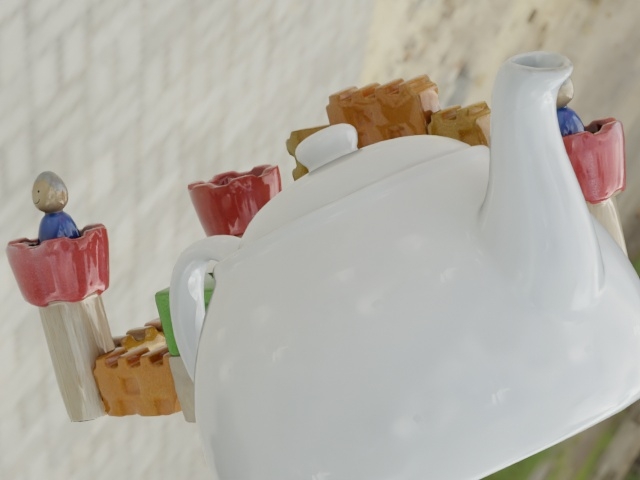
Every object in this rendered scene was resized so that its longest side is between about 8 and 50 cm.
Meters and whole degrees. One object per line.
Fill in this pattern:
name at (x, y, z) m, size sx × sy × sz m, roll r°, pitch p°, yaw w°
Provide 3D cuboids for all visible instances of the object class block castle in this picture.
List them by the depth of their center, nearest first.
block castle at (0.000, 0.000, 1.391) m, size 0.303 × 0.453 × 0.213 m, roll -21°, pitch 101°, yaw -45°

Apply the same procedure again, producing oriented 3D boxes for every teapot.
teapot at (0.033, 0.033, 0.893) m, size 0.256 × 0.187 × 0.252 m, roll -25°, pitch 175°, yaw 5°
